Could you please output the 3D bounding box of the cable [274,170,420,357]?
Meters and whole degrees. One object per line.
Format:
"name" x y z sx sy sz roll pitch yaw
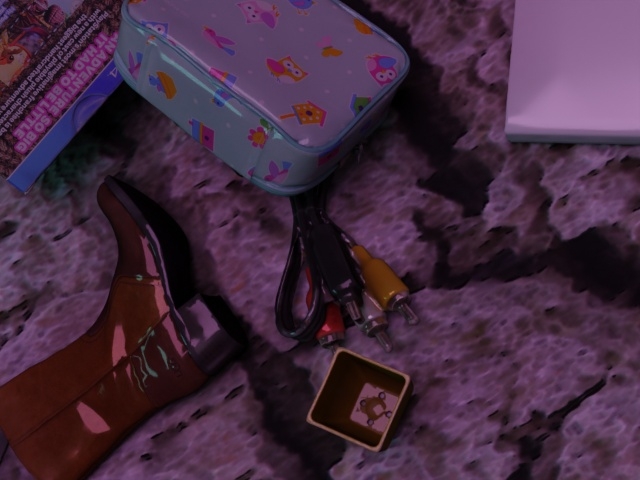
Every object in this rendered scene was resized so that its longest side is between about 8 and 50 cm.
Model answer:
"cable" 0.000 0.000 1.361 0.140 0.072 0.287 -29 57 16

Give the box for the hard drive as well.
"hard drive" 0.352 -0.197 1.308 0.308 0.040 0.203 3 76 17

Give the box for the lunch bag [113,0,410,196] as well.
"lunch bag" -0.055 -0.186 1.333 0.279 0.108 0.224 37 51 9

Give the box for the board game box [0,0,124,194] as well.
"board game box" -0.365 -0.238 1.380 0.232 0.291 0.141 -49 26 -1

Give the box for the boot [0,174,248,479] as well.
"boot" -0.250 0.100 1.392 0.280 0.096 0.264 -38 76 11

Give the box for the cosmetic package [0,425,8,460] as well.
"cosmetic package" -0.498 0.344 1.311 0.156 0.217 0.384 15 82 19

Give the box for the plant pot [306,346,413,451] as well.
"plant pot" 0.047 0.164 1.273 0.081 0.083 0.081 22 81 20

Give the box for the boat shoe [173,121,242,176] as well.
"boat shoe" -0.131 -0.150 1.416 0.073 0.080 0.223 -34 64 11
